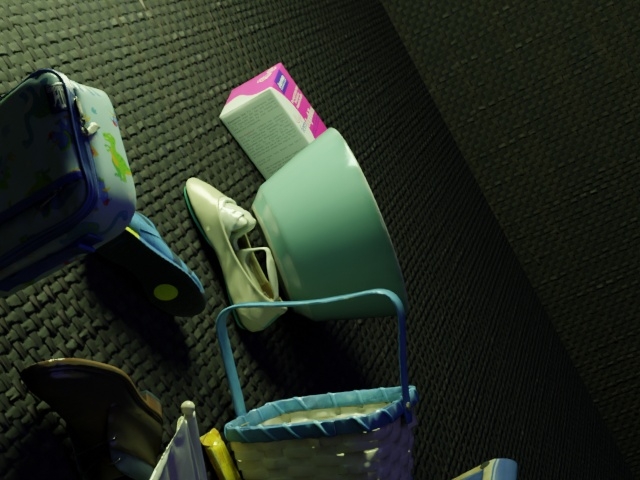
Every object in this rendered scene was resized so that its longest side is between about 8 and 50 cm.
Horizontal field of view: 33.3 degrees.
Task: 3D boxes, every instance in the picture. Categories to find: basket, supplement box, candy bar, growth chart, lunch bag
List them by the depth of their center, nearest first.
[{"bbox_3d":[-0.291,-0.049,1.052,0.090,0.219,0.176,20,48,-59],"label":"lunch bag"},{"bbox_3d":[-0.164,0.288,1.149,0.237,0.021,0.172,-61,151,-65],"label":"growth chart"},{"bbox_3d":[-0.108,0.313,1.334,0.040,0.018,0.161,-16,82,-64],"label":"candy bar"},{"bbox_3d":[-0.003,0.214,1.382,0.201,0.254,0.289,-22,105,-67],"label":"basket"},{"bbox_3d":[-0.060,-0.175,1.847,0.220,0.114,0.111,52,26,-23],"label":"supplement box"}]

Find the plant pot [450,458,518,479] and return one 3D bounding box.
[{"bbox_3d":[0.259,0.496,1.685,0.212,0.236,0.236,52,24,-10],"label":"plant pot"}]

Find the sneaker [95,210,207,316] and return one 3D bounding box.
[{"bbox_3d":[-0.214,0.015,1.356,0.209,0.069,0.082,47,24,-36],"label":"sneaker"}]

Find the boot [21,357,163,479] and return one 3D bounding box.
[{"bbox_3d":[-0.226,0.197,1.108,0.219,0.082,0.106,41,31,-55],"label":"boot"}]

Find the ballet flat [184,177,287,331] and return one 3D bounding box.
[{"bbox_3d":[-0.117,0.009,1.559,0.248,0.086,0.086,66,22,6],"label":"ballet flat"}]

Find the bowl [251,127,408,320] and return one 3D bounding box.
[{"bbox_3d":[0.000,0.000,1.644,0.311,0.163,0.312,158,-90,-86],"label":"bowl"}]
